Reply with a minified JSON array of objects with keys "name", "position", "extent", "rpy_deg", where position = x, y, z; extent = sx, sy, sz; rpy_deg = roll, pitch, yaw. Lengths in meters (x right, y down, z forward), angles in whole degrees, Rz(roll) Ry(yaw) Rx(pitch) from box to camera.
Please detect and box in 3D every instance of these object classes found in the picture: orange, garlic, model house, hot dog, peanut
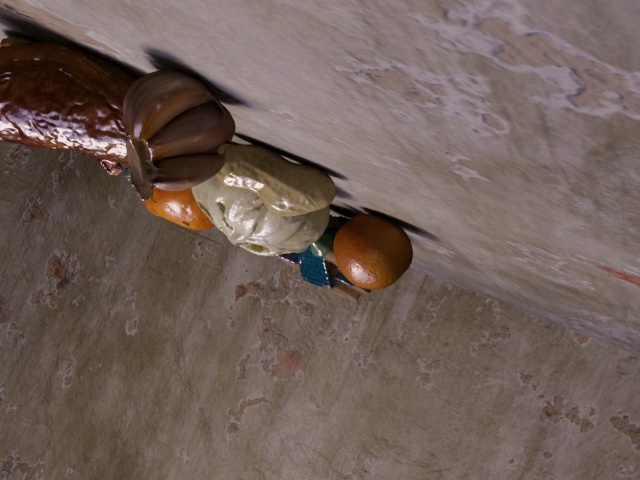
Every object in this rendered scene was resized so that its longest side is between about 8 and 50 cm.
[{"name":"orange","position":[0.132,0.028,2.052],"extent":[0.206,0.206,0.206],"rpy_deg":[23,177,1]},{"name":"garlic","position":[-0.247,-0.192,1.308],"extent":[0.160,0.191,0.214],"rpy_deg":[38,146,44]},{"name":"model house","position":[0.000,0.000,2.274],"extent":[0.280,0.245,0.312],"rpy_deg":[34,170,-34]},{"name":"hot dog","position":[-0.463,-0.251,1.501],"extent":[0.387,0.174,0.267],"rpy_deg":[10,170,-6]},{"name":"peanut","position":[-0.103,-0.126,1.687],"extent":[0.274,0.125,0.111],"rpy_deg":[22,-164,7]},{"name":"orange","position":[-0.401,-0.156,2.391],"extent":[0.284,0.226,0.284],"rpy_deg":[28,177,2]}]

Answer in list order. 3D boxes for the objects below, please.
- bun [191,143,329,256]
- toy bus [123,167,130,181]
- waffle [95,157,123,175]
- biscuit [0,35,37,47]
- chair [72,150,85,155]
[{"name":"bun","position":[-0.154,-0.083,1.946],"extent":[0.365,0.219,0.365],"rpy_deg":[26,176,2]},{"name":"toy bus","position":[-0.382,-0.213,1.878],"extent":[0.164,0.134,0.276],"rpy_deg":[-6,-176,-12]},{"name":"waffle","position":[-0.524,-0.254,1.771],"extent":[0.234,0.055,0.221],"rpy_deg":[45,166,21]},{"name":"biscuit","position":[-0.560,-0.367,1.646],"extent":[0.203,0.041,0.260],"rpy_deg":[26,176,1]},{"name":"chair","position":[-0.718,-0.349,2.176],"extent":[0.213,0.149,0.174],"rpy_deg":[30,175,-34]}]
